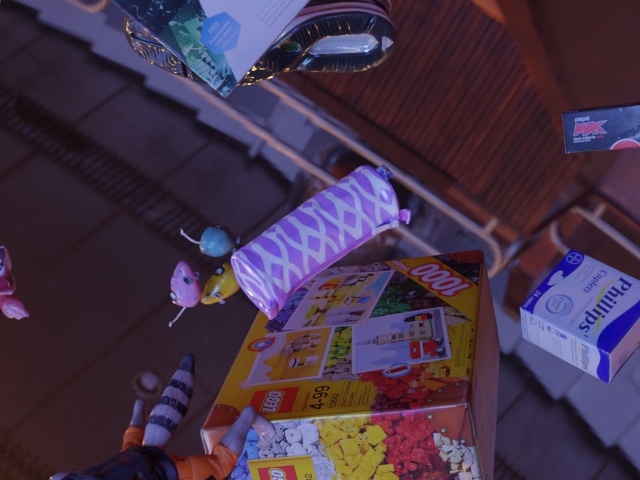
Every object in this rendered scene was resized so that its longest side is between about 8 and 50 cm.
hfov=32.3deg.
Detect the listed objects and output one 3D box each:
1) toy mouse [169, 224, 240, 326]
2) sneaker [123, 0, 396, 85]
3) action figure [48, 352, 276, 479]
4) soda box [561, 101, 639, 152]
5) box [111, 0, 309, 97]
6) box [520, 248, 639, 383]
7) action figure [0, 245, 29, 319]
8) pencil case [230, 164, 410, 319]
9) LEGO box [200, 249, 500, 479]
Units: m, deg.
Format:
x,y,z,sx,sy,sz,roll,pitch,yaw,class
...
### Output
x,y,z,sx,sy,sz,roll,pitch,yaw,class
-0.141,0.034,1.388,0.031,0.143,0.161,28,-117,32,toy mouse
-0.102,-0.409,1.886,0.447,0.169,0.257,0,-130,-2,sneaker
-0.256,0.274,1.292,0.341,0.178,0.330,11,-154,20,action figure
0.413,-0.154,1.480,0.169,0.060,0.053,-4,-171,27,soda box
-0.179,-0.390,1.537,0.322,0.232,0.058,40,-171,-12,box
0.353,0.096,1.448,0.137,0.072,0.126,28,-120,33,box
-0.498,0.039,1.257,0.370,0.248,0.275,8,-155,29,action figure
0.000,0.000,1.232,0.206,0.086,0.088,-35,-113,-17,pencil case
0.074,0.217,1.702,0.372,0.193,0.500,-8,-159,13,LEGO box
